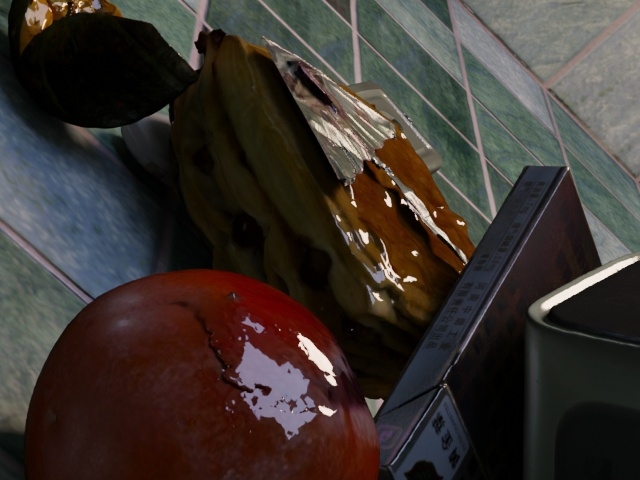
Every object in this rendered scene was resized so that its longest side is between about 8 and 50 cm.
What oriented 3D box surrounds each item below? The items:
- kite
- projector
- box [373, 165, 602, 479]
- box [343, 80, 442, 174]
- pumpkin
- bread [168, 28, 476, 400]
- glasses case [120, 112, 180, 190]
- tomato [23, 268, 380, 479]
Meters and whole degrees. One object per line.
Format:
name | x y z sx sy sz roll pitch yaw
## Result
kite | 0.041 -0.068 1.508 0.250 0.012 0.229 49 19 0
projector | 0.294 0.161 1.418 0.248 0.249 0.248 10 19 34
box | 0.133 0.113 1.449 0.325 0.047 0.180 -56 136 -38
box | 0.044 -0.089 1.997 0.124 0.093 0.172 49 16 6
pumpkin | -0.187 -0.147 1.530 0.119 0.107 0.183 38 3 -41
bread | 0.000 0.000 1.562 0.277 0.167 0.324 26 27 -52
glasses case | -0.111 -0.069 1.655 0.164 0.041 0.063 18 35 -58
tomato | -0.064 0.114 1.119 0.208 0.184 0.208 42 19 -18
